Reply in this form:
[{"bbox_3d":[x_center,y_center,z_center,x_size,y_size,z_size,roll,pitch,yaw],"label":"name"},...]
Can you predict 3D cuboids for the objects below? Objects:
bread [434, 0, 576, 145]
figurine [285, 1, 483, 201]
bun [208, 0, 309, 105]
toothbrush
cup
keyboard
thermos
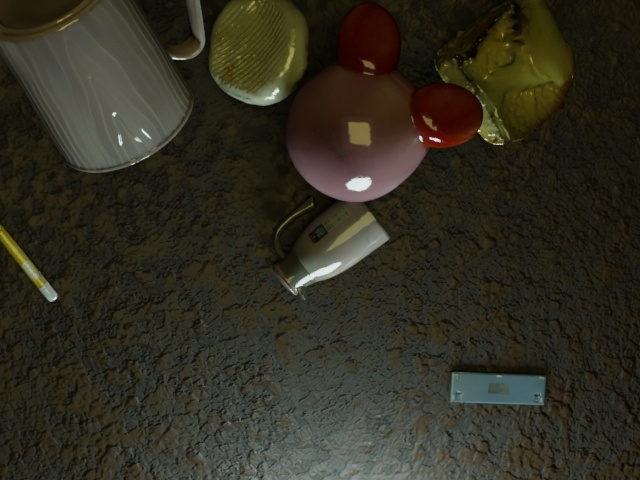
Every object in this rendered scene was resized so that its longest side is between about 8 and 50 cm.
[{"bbox_3d":[0.299,-0.268,1.820,0.262,0.162,0.204,-42,101,-30],"label":"bread"},{"bbox_3d":[0.060,-0.178,1.703,0.270,0.211,0.261,46,131,-1],"label":"figurine"},{"bbox_3d":[-0.090,-0.305,1.774,0.183,0.102,0.183,-1,88,24],"label":"bun"},{"bbox_3d":[-0.515,-0.017,1.776,0.021,0.024,0.288,-37,102,-5],"label":"toothbrush"},{"bbox_3d":[-0.307,-0.268,1.623,0.288,0.208,0.273,-13,137,13],"label":"cup"},{"bbox_3d":[0.314,0.262,1.961,0.176,0.014,0.055,3,96,-10],"label":"keyboard"},{"bbox_3d":[0.000,0.000,1.839,0.193,0.105,0.137,-38,76,3],"label":"thermos"}]
